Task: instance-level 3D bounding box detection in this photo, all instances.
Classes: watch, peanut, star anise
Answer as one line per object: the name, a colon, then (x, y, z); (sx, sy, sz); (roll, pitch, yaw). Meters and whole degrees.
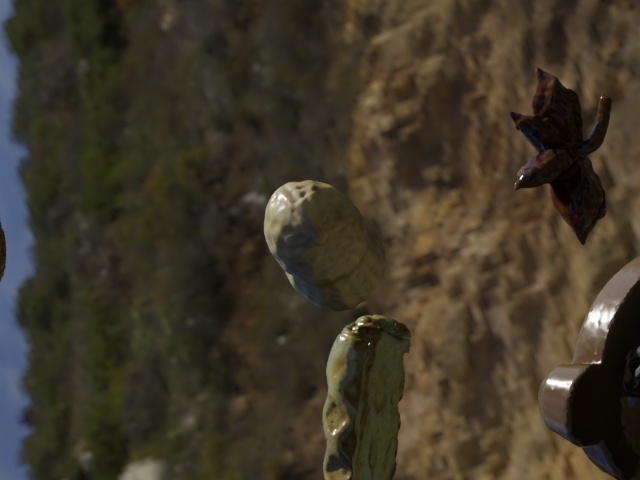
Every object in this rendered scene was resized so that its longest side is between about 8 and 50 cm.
watch: (0.436, 0.168, 1.882); (0.314, 0.327, 0.335); (-46, -49, -27)
peanut: (0.000, 0.000, 2.155); (0.257, 0.123, 0.124); (51, -160, -67)
star anise: (0.307, -0.095, 2.435); (0.196, 0.111, 0.212); (-62, -35, -45)

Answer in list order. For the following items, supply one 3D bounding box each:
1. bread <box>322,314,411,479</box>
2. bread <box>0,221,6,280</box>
bread: (0.048, 0.203, 2.316); (0.128, 0.088, 0.232); (4, -88, -57)
bread: (-0.422, -0.087, 2.065); (0.124, 0.084, 0.344); (-13, -93, -55)
